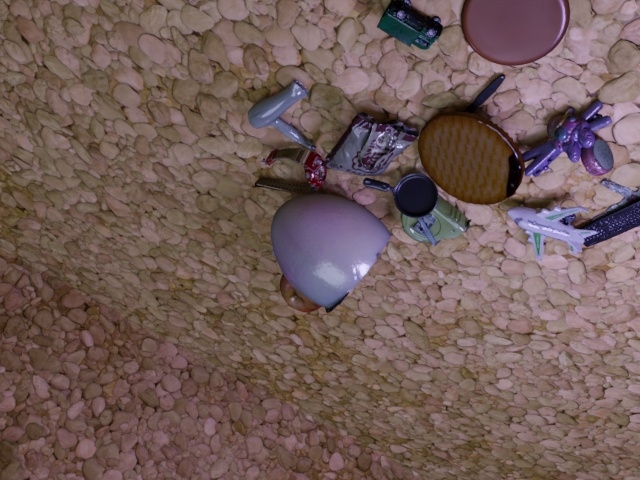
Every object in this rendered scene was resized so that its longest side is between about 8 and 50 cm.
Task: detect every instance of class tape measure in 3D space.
[{"bbox_3d":[0.341,-0.069,2.004,0.200,0.106,0.175,38,130,-13],"label":"tape measure"}]

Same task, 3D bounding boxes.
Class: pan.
[{"bbox_3d":[0.244,-0.151,1.938,0.235,0.028,0.136,18,102,11],"label":"pan"}]

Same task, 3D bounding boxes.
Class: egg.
[{"bbox_3d":[0.000,0.000,2.061,0.340,0.354,0.354,39,138,-4],"label":"egg"}]

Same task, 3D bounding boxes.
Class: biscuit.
[{"bbox_3d":[0.417,-0.228,1.785,0.318,0.040,0.318,27,146,20],"label":"biscuit"}]

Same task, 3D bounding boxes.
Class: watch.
[{"bbox_3d":[-0.111,-0.225,2.051,0.268,0.102,0.165,8,142,24],"label":"watch"}]

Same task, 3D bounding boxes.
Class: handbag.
[{"bbox_3d":[0.142,-0.266,1.852,0.213,0.127,0.235,9,151,-23],"label":"handbag"}]

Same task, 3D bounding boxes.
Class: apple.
[{"bbox_3d":[-0.054,0.164,2.400,0.209,0.164,0.209,19,136,20],"label":"apple"}]

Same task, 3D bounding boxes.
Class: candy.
[{"bbox_3d":[0.726,-0.219,1.671,0.103,0.103,0.043,38,149,-18],"label":"candy"}]

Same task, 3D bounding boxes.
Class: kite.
[{"bbox_3d":[0.903,-0.101,1.794,0.268,0.013,0.323,30,139,-11],"label":"kite"}]

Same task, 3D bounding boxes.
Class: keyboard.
[{"bbox_3d":[0.862,-0.048,1.854,0.087,0.017,0.250,36,139,-18],"label":"keyboard"}]

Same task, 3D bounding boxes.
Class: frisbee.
[{"bbox_3d":[0.460,-0.525,1.513,0.251,0.021,0.251,13,139,12],"label":"frisbee"}]

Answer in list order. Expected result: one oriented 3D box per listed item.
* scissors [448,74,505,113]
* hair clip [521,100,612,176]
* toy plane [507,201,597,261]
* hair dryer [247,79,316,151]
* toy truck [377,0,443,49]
[{"bbox_3d":[0.420,-0.368,1.707,0.088,0.017,0.220,33,139,-8],"label":"scissors"},{"bbox_3d":[0.631,-0.250,1.675,0.090,0.137,0.278,-1,151,-30],"label":"hair clip"},{"bbox_3d":[0.675,-0.046,1.890,0.255,0.101,0.251,25,140,2],"label":"toy plane"},{"bbox_3d":[-0.075,-0.356,1.919,0.206,0.075,0.237,-23,131,33],"label":"hair dryer"},{"bbox_3d":[0.225,-0.533,1.572,0.147,0.065,0.079,27,142,-6],"label":"toy truck"}]
